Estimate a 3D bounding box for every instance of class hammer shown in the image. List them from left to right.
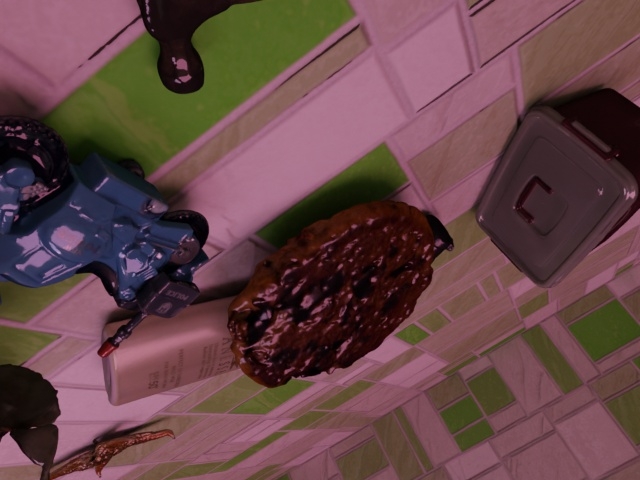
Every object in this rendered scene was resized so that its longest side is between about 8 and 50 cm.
[{"bbox_3d":[0.075,-0.236,0.399,0.440,0.044,0.168,-19,152,-18],"label":"hammer"}]

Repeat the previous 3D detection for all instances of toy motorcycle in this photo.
[{"bbox_3d":[-0.221,0.010,0.455,0.182,0.123,0.272,-44,149,6],"label":"toy motorcycle"}]

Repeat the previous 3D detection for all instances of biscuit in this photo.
[{"bbox_3d":[0.022,0.077,0.726,0.334,0.081,0.289,-30,137,-14],"label":"biscuit"}]

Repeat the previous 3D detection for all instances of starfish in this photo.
[{"bbox_3d":[-0.440,0.438,1.029,0.248,0.050,0.138,-27,153,12],"label":"starfish"}]

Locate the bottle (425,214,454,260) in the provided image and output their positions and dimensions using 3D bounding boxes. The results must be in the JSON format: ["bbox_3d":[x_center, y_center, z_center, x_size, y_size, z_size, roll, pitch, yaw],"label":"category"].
[{"bbox_3d":[0.123,0.052,0.880,0.244,0.082,0.072,-45,-168,29],"label":"bottle"}]

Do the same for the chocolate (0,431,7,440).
[{"bbox_3d":[-0.420,0.206,0.601,0.156,0.156,0.133,-33,167,7],"label":"chocolate"}]

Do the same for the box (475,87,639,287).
[{"bbox_3d":[0.396,-0.084,0.792,0.168,0.193,0.294,-27,152,-21],"label":"box"}]

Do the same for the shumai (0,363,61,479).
[{"bbox_3d":[-0.387,0.211,0.345,0.395,0.395,0.348,-28,141,-2],"label":"shumai"}]

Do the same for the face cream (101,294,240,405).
[{"bbox_3d":[-0.148,0.150,0.779,0.349,0.081,0.173,-10,139,-31],"label":"face cream"}]
